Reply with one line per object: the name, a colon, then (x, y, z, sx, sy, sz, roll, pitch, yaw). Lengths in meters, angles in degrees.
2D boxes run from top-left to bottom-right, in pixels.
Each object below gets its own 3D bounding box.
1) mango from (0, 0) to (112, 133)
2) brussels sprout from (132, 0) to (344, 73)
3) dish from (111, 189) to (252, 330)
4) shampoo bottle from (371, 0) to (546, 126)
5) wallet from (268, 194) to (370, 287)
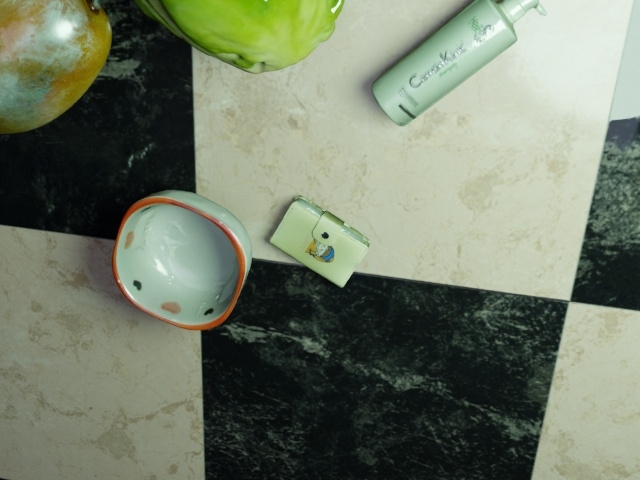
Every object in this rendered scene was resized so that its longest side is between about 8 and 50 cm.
mango: (-0.497, -0.286, 1.119, 0.384, 0.221, 0.199, -20, 68, 25)
brussels sprout: (-0.135, -0.408, 0.949, 0.276, 0.315, 0.371, 1, 121, 38)
dish: (-0.233, 0.023, 1.239, 0.256, 0.117, 0.256, 5, 114, 11)
shampoo bottle: (0.199, -0.277, 1.027, 0.262, 0.085, 0.085, -36, 101, 23)
wallet: (0.000, 0.000, 1.218, 0.155, 0.039, 0.110, 32, 119, -1)
